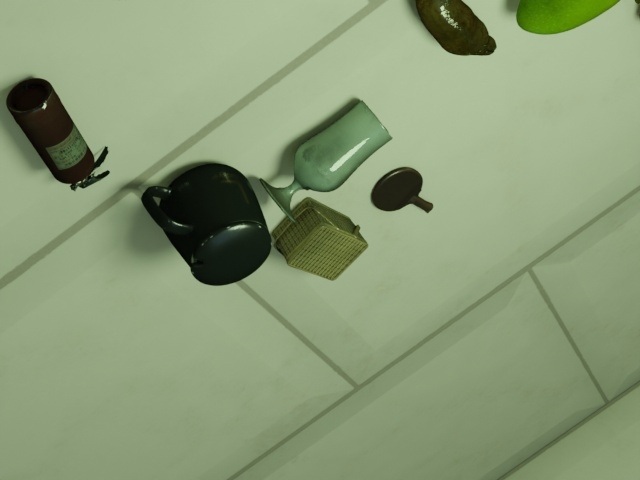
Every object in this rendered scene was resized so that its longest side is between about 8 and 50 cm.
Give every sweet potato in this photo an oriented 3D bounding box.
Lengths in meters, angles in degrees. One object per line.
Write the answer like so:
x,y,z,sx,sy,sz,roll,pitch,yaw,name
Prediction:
0.232,-0.374,1.762,0.112,0.085,0.286,-44,142,7,sweet potato

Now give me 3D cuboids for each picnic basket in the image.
0.000,0.000,2.020,0.115,0.079,0.164,-47,141,18,picnic basket

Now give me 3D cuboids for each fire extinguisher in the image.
-0.381,-0.152,1.592,0.099,0.071,0.231,-53,149,-20,fire extinguisher

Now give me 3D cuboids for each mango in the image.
0.455,-0.475,1.751,0.192,0.156,0.343,18,126,-36,mango

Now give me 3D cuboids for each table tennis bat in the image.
0.190,-0.058,2.061,0.107,0.119,0.170,-46,139,18,table tennis bat

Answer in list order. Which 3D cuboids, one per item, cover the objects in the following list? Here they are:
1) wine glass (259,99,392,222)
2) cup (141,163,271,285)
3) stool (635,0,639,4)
0.011,-0.141,1.854,0.231,0.103,0.103,-40,143,3,wine glass
-0.195,-0.028,1.771,0.223,0.176,0.169,11,129,-44,cup
0.621,-0.489,1.880,0.110,0.134,0.135,-26,149,-23,stool
